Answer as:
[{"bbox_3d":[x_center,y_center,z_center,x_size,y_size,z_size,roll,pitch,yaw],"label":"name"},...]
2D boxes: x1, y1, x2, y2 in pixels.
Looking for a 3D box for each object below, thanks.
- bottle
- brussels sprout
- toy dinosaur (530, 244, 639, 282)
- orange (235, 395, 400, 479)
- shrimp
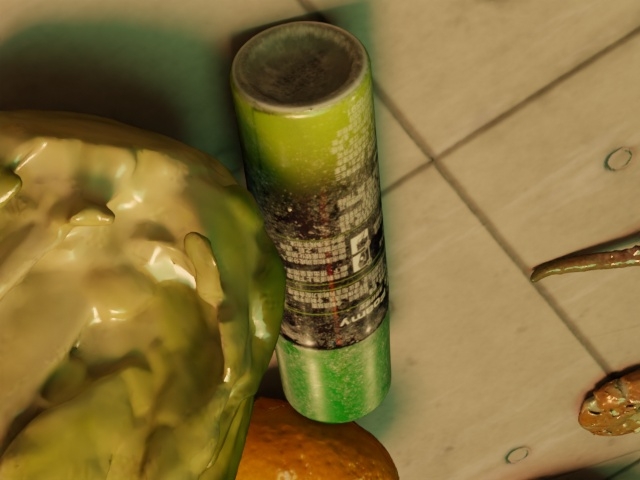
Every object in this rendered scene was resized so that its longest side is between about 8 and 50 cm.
[{"bbox_3d":[0.000,0.000,1.189,0.093,0.093,0.330,-15,137,-8],"label":"bottle"},{"bbox_3d":[-0.181,0.102,1.081,0.275,0.315,0.371,17,92,-4],"label":"brussels sprout"},{"bbox_3d":[0.321,-0.020,1.334,0.199,0.072,0.251,27,132,-26],"label":"toy dinosaur"},{"bbox_3d":[-0.023,0.204,1.336,0.177,0.177,0.155,4,92,-26],"label":"orange"},{"bbox_3d":[0.318,0.135,1.500,0.184,0.043,0.091,-16,145,3],"label":"shrimp"}]
